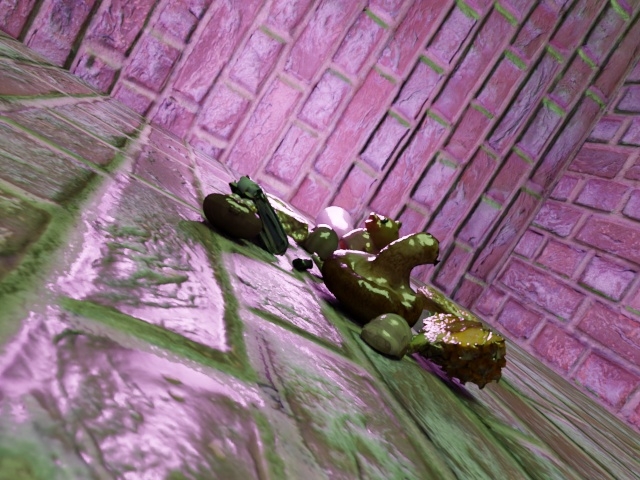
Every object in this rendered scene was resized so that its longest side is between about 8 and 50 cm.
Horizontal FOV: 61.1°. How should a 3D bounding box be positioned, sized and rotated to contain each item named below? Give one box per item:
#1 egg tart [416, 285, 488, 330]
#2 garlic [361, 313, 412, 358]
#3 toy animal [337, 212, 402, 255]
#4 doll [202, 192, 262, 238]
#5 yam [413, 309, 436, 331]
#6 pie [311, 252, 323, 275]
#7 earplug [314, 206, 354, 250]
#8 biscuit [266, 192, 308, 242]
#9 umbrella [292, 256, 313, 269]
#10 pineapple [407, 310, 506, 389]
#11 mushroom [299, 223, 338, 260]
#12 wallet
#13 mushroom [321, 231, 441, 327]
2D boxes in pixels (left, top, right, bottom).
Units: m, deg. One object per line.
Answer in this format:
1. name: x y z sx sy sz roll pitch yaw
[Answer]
1. egg tart: 0.423 0.259 1.793 0.288 0.118 0.288 33 2 -1
2. garlic: 0.134 0.181 1.060 0.094 0.074 0.113 45 25 23
3. toy animal: 0.184 0.008 2.007 0.169 0.281 0.195 52 -5 -26
4. doll: -0.211 -0.064 1.258 0.145 0.096 0.188 38 -9 -31
5. yam: 0.342 0.254 1.605 0.179 0.078 0.078 23 10 -41
6. pie: 0.000 0.069 1.451 0.084 0.020 0.084 61 -2 4
7. earplug: 0.075 -0.025 2.300 0.172 0.172 0.301 31 11 -15
8. biscuit: -0.170 -0.091 1.741 0.274 0.091 0.213 28 9 -28
9. umbrella: -0.042 0.061 1.396 0.036 0.031 0.133 58 8 6
10. pineapple: 0.277 0.257 1.168 0.164 0.140 0.250 -17 12 -26
11. mushroom: 0.000 0.000 1.860 0.141 0.117 0.188 43 -1 -9
12. wallet: -0.165 -0.072 1.427 0.176 0.075 0.250 67 -11 -25
13. mushroom: 0.128 0.091 1.278 0.267 0.254 0.267 16 -18 6
